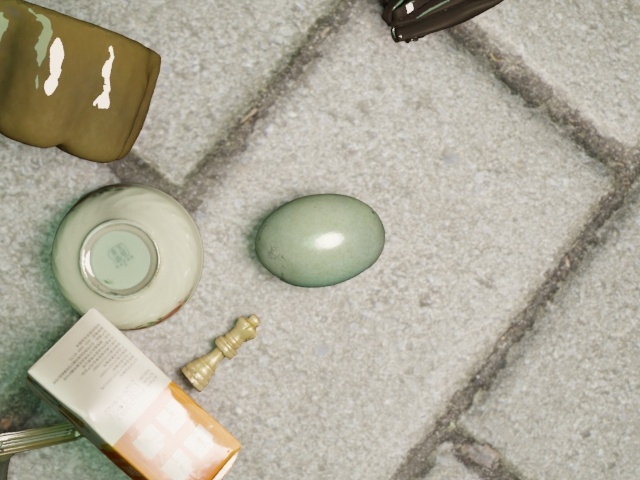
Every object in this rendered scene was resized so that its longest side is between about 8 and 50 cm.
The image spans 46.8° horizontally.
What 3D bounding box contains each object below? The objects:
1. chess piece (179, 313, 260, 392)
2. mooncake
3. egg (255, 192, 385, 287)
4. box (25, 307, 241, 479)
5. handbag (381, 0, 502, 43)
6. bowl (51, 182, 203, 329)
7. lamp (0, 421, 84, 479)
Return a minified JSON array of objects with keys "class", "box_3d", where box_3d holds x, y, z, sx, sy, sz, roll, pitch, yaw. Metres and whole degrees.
[{"class":"chess piece","box_3d":[-0.179,0.201,1.369,0.172,0.060,0.060,-42,96,-10]},{"class":"mooncake","box_3d":[-0.456,-0.260,1.178,0.379,0.378,0.200,16,95,-8]},{"class":"egg","box_3d":[0.000,0.000,1.337,0.237,0.169,0.169,-12,92,-6]},{"class":"box","box_3d":[-0.320,0.294,1.250,0.341,0.225,0.143,43,64,-6]},{"class":"handbag","box_3d":[0.185,-0.520,1.337,0.257,0.113,0.285,-28,99,-15]},{"class":"bowl","box_3d":[-0.345,0.032,1.304,0.277,0.145,0.277,0,93,-9]},{"class":"lamp","box_3d":[-0.495,0.461,1.313,0.203,0.124,0.283,-8,88,-28]}]
